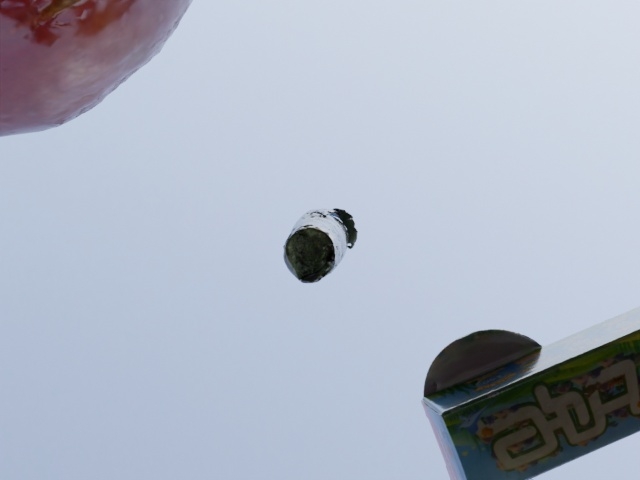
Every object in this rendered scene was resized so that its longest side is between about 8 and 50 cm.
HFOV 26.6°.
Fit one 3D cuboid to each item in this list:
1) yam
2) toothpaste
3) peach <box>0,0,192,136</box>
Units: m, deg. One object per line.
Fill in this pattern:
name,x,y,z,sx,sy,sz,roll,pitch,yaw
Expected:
yam,0.000,0.000,0.574,0.027,0.129,0.033,40,-88,0
toothpaste,0.147,0.059,0.686,0.193,0.070,0.044,-22,-173,-7
peach,-0.206,-0.209,0.646,0.338,0.281,0.281,36,-144,-29
